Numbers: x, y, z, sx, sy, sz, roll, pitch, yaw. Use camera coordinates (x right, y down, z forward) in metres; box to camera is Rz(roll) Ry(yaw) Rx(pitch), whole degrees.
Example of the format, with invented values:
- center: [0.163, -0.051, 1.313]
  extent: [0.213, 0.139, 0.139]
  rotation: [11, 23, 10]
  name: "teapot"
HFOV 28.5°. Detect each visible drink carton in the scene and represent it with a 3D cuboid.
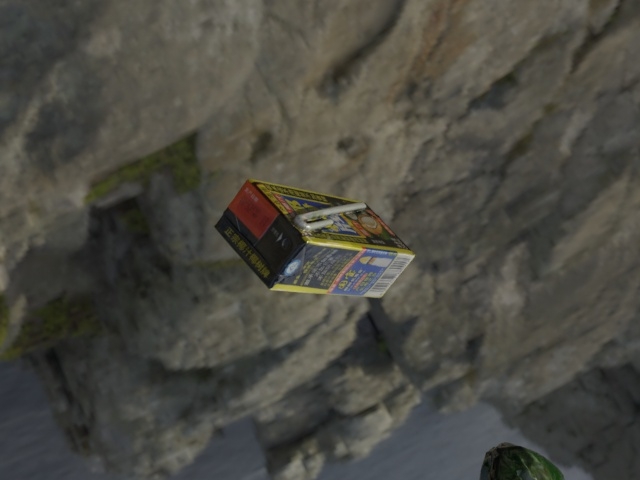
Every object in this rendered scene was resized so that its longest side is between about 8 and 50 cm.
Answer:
- center: [0.000, 0.000, 0.946]
  extent: [0.056, 0.071, 0.166]
  rotation: [-54, 154, 15]
  name: "drink carton"

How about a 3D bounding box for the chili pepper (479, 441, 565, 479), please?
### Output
- center: [0.110, 0.275, 0.903]
  extent: [0.264, 0.116, 0.148]
  rotation: [-55, 156, -11]
  name: "chili pepper"
